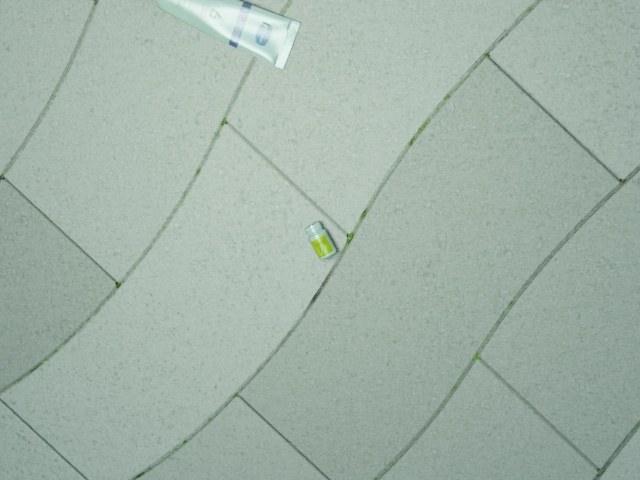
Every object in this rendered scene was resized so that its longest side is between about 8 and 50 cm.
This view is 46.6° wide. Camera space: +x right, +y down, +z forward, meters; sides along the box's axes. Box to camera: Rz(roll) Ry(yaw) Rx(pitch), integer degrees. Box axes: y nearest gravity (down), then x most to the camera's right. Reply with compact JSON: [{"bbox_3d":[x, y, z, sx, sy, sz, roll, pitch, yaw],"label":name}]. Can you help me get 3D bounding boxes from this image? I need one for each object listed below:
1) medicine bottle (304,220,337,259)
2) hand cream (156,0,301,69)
[{"bbox_3d":[0.000,0.000,1.712,0.047,0.047,0.083,-28,97,16],"label":"medicine bottle"},{"bbox_3d":[-0.210,-0.491,1.648,0.320,0.067,0.109,22,105,-2],"label":"hand cream"}]
